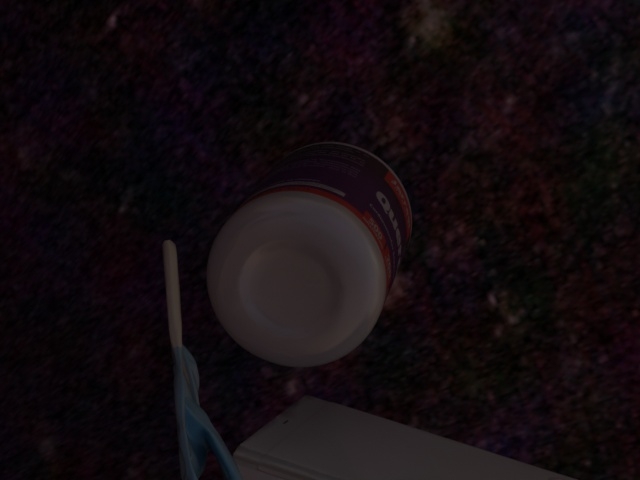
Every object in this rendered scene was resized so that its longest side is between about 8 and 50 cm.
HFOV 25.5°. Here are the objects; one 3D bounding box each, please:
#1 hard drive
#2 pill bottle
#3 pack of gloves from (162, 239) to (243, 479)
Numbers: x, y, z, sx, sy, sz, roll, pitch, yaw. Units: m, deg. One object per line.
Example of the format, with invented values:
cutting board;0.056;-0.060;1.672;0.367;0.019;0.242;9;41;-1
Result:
hard drive;0.090;0.238;1.401;0.307;0.203;0.040;15;105;18
pill bottle;0.000;0.000;1.524;0.181;0.181;0.323;46;20;-6
pack of gloves;-0.085;0.147;1.064;0.046;0.195;0.232;-5;55;-5
